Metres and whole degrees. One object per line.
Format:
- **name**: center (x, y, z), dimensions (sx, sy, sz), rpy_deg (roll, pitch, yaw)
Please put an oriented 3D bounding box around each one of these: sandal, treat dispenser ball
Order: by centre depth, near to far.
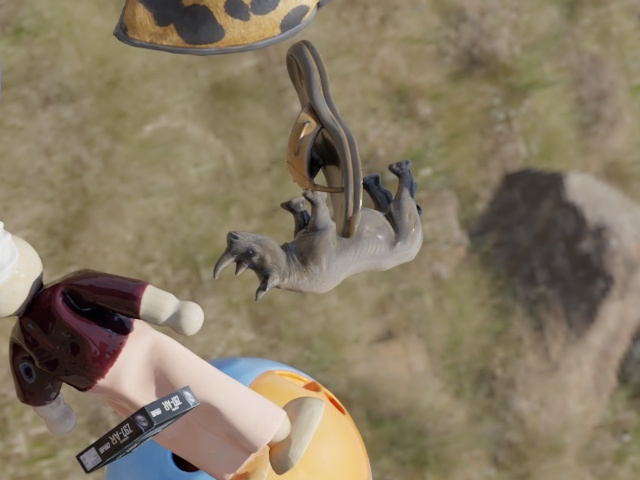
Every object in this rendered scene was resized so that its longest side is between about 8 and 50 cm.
- **sandal**: center (-0.008, -0.091, 1.692), dimensions (0.090, 0.060, 0.219), rpy_deg (98, -23, -59)
- **treat dispenser ball**: center (-0.087, 0.267, 1.962), dimensions (0.288, 0.288, 0.288), rpy_deg (41, 41, -49)

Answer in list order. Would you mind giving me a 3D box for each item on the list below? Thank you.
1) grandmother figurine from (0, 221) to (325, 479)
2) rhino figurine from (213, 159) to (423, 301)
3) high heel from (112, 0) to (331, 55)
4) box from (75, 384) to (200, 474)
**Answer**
- **grandmother figurine**: center (-0.176, 0.092, 1.515), dimensions (0.342, 0.208, 0.104), rpy_deg (36, 28, -17)
- **rhino figurine**: center (0.000, 0.000, 1.935), dimensions (0.073, 0.243, 0.106), rpy_deg (148, -77, -71)
- **high heel**: center (-0.051, -0.205, 0.691), dimensions (0.261, 0.186, 0.093), rpy_deg (56, -8, 5)
- **box**: center (-0.143, 0.148, 1.442), dimensions (0.018, 0.083, 0.067), rpy_deg (57, 28, 7)
